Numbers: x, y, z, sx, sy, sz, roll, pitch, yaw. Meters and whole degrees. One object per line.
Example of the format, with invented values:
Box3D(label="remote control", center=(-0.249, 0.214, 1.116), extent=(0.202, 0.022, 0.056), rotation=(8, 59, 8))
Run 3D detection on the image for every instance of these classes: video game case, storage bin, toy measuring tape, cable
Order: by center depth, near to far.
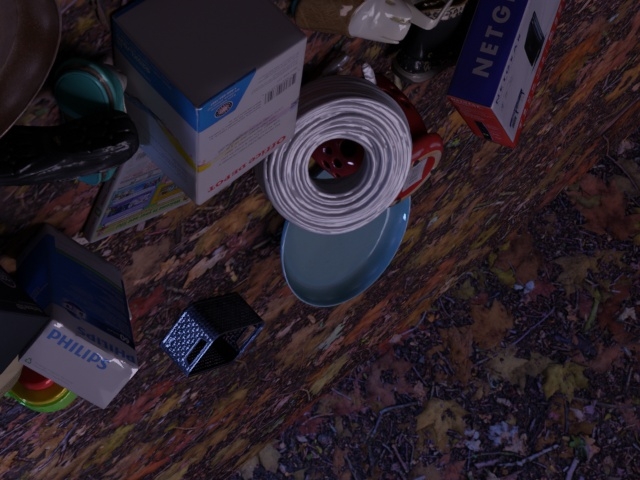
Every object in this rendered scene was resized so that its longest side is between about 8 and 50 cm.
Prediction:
Box3D(label="video game case", center=(-0.233, -0.097, 1.909), extent=(0.212, 0.023, 0.193), rotation=(-27, 156, -47))
Box3D(label="toy measuring tape", center=(-0.468, 0.246, 2.022), extent=(0.330, 0.121, 0.121), rotation=(-41, 163, -9))
Box3D(label="cable", center=(0.025, -0.132, 2.097), extent=(0.257, 0.089, 0.257), rotation=(-35, 123, 4))
Box3D(label="storage bin", center=(-0.204, 0.178, 2.519), extent=(0.122, 0.084, 0.180), rotation=(-51, 161, 23))

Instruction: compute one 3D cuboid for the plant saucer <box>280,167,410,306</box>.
Box3D(label="plant saucer", center=(0.041, -0.027, 2.484), extent=(0.317, 0.043, 0.317), rotation=(-23, 128, -33))

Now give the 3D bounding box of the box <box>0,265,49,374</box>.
Box3D(label="box", center=(-0.450, 0.052, 1.484), extent=(0.103, 0.184, 0.261), rotation=(-46, 164, 6))

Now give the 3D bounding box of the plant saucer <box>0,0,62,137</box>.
Box3D(label="plant saucer", center=(-0.398, -0.164, 1.327), extent=(0.310, 0.050, 0.310), rotation=(-40, 163, -14))

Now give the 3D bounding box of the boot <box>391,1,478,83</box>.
Box3D(label="boot", center=(0.226, -0.375, 2.212), extent=(0.236, 0.085, 0.178), rotation=(-35, 158, -32))

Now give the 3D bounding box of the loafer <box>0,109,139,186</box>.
Box3D(label="loafer", center=(-0.318, -0.094, 1.519), extent=(0.223, 0.076, 0.078), rotation=(-11, 156, -9))

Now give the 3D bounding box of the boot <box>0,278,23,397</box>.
Box3D(label="boot", center=(-0.480, 0.155, 1.820), extent=(0.203, 0.095, 0.262), rotation=(-53, 165, 30))

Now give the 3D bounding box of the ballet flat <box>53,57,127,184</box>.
Box3D(label="ballet flat", center=(-0.271, -0.164, 1.600), extent=(0.247, 0.083, 0.087), rotation=(104, 11, -60))

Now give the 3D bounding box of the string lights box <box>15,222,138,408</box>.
Box3D(label="string lights box", center=(-0.320, 0.092, 1.722), extent=(0.077, 0.133, 0.260), rotation=(-48, -153, 13))

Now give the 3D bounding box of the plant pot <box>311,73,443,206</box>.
Box3D(label="plant pot", center=(0.098, -0.161, 2.272), extent=(0.191, 0.174, 0.191), rotation=(-37, 161, -15))

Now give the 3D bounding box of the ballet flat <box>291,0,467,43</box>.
Box3D(label="ballet flat", center=(0.108, -0.348, 1.930), extent=(0.342, 0.124, 0.116), rotation=(-25, 154, -47))

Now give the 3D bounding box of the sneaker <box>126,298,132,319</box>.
Box3D(label="sneaker", center=(-0.334, 0.081, 1.989), extent=(0.069, 0.084, 0.185), rotation=(-45, 163, 3))

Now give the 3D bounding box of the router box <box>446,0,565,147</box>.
Box3D(label="router box", center=(0.331, -0.354, 2.274), extent=(0.301, 0.082, 0.335), rotation=(26, 83, -72))

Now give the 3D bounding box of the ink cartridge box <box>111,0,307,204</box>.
Box3D(label="ink cartridge box", center=(-0.140, -0.195, 1.639), extent=(0.171, 0.168, 0.233), rotation=(-37, 162, -22))
